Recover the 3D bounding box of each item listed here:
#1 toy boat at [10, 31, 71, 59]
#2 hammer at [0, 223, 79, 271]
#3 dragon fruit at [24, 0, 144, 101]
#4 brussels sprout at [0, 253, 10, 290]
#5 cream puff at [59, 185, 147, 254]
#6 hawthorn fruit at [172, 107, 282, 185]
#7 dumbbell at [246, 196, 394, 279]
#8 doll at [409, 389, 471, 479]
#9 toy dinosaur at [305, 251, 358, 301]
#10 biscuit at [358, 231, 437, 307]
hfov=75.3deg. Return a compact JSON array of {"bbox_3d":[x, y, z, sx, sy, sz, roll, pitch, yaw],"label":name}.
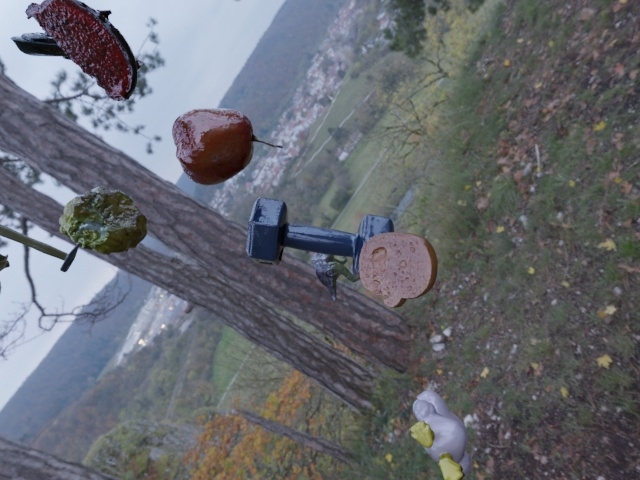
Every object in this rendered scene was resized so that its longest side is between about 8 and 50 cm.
[{"bbox_3d":[-0.901,-0.659,1.379,0.246,0.093,0.103,-40,-29,-58],"label":"toy boat"},{"bbox_3d":[-0.566,-0.008,0.784,0.013,0.199,0.062,-30,37,55],"label":"hammer"},{"bbox_3d":[-0.667,-0.600,1.262,0.282,0.343,0.100,2,54,34],"label":"dragon fruit"},{"bbox_3d":[-0.991,0.123,0.999,0.425,0.342,0.361,-46,6,-25],"label":"brussels sprout"},{"bbox_3d":[-0.777,-0.052,1.486,0.185,0.282,0.282,-38,28,37],"label":"cream puff"},{"bbox_3d":[-0.188,-0.199,0.835,0.203,0.163,0.162,-14,21,-8],"label":"hawthorn fruit"},{"bbox_3d":[0.000,0.000,0.938,0.144,0.324,0.160,-75,-7,-70],"label":"dumbbell"},{"bbox_3d":[0.265,0.416,0.912,0.094,0.160,0.365,-38,-19,1],"label":"doll"},{"bbox_3d":[0.036,0.074,1.571,0.162,0.294,0.077,-24,-11,-25],"label":"toy dinosaur"},{"bbox_3d":[0.078,0.030,0.427,0.091,0.015,0.078,6,95,44],"label":"biscuit"}]
